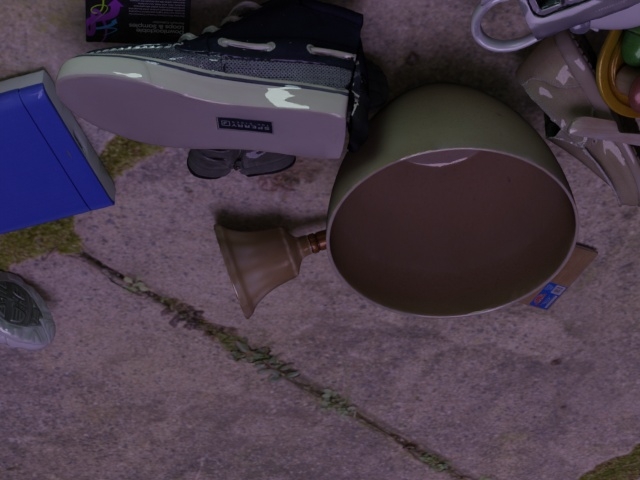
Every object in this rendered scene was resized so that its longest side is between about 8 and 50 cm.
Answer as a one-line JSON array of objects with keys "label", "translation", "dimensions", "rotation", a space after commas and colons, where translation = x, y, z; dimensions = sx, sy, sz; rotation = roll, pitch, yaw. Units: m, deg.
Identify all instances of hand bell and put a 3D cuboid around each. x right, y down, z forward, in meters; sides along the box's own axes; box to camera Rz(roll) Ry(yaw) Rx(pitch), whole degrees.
[{"label": "hand bell", "translation": [0.000, 0.000, 2.069], "dimensions": [0.242, 0.126, 0.126], "rotation": [-19, 137, 0]}]

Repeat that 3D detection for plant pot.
[{"label": "plant pot", "translation": [0.143, -0.072, 1.912], "dimensions": [0.284, 0.191, 0.284], "rotation": [-2, 138, -2]}]

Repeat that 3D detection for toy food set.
[{"label": "toy food set", "translation": [0.376, -0.191, 1.815], "dimensions": [0.128, 0.071, 0.218], "rotation": [15, 107, -29]}]

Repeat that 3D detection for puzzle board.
[{"label": "puzzle board", "translation": [0.291, 0.041, 2.178], "dimensions": [0.096, 0.011, 0.128], "rotation": [16, 135, -21]}]

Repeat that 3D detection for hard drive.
[{"label": "hard drive", "translation": [-0.434, -0.082, 1.981], "dimensions": [0.319, 0.040, 0.210], "rotation": [-14, 137, 12]}]

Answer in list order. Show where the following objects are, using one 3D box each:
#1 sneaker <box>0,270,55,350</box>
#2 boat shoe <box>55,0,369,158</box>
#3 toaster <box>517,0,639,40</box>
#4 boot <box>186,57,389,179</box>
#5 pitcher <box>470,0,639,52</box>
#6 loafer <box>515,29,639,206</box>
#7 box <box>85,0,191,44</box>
[{"label": "sneaker", "translation": [-0.460, 0.091, 2.149], "dimensions": [0.232, 0.090, 0.115], "rotation": [24, 139, -14]}, {"label": "boat shoe", "translation": [-0.108, -0.192, 1.807], "dimensions": [0.341, 0.158, 0.127], "rotation": [9, 149, 0]}, {"label": "toaster", "translation": [0.257, -0.301, 1.586], "dimensions": [0.168, 0.110, 0.185], "rotation": [-18, 120, 20]}, {"label": "boot", "translation": [-0.042, -0.141, 1.928], "dimensions": [0.247, 0.083, 0.161], "rotation": [-4, 149, 2]}, {"label": "pitcher", "translation": [0.265, -0.270, 1.753], "dimensions": [0.207, 0.125, 0.177], "rotation": [6, 134, 3]}, {"label": "loafer", "translation": [0.308, -0.137, 1.925], "dimensions": [0.092, 0.102, 0.268], "rotation": [-21, 126, 20]}, {"label": "box", "translation": [-0.197, -0.279, 1.786], "dimensions": [0.116, 0.029, 0.162], "rotation": [3, 136, -5]}]
